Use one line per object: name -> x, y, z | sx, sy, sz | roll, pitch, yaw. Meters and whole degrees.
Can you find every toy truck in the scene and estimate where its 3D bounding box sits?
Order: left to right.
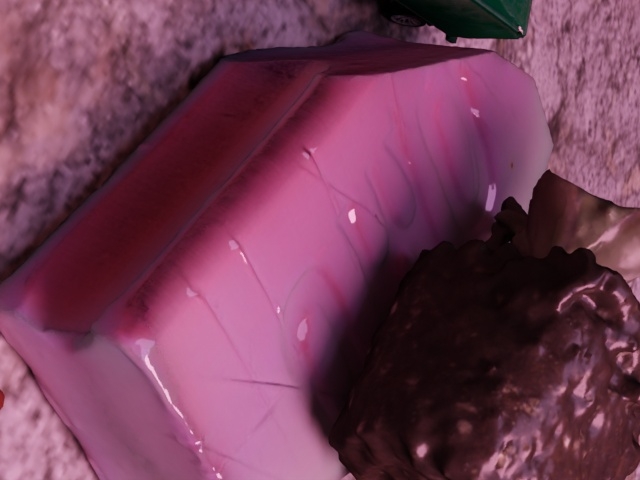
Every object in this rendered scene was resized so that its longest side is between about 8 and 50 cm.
toy truck -> 0.056, -0.167, 0.762 | 0.147, 0.079, 0.065 | 20, 80, -50

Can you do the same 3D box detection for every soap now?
soap -> 0.000, 0.000, 0.689 | 0.324, 0.109, 0.193 | -52, 134, -35

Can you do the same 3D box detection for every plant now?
plant -> 0.099, 0.056, 0.638 | 0.203, 0.142, 0.131 | -53, 128, -20

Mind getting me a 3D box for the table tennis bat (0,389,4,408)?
table tennis bat -> -0.277, 0.050, 0.386 | 0.414, 0.051, 0.268 | 10, 87, -50
